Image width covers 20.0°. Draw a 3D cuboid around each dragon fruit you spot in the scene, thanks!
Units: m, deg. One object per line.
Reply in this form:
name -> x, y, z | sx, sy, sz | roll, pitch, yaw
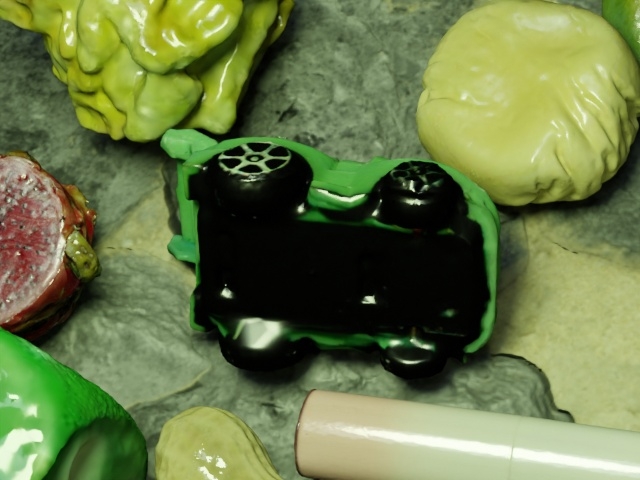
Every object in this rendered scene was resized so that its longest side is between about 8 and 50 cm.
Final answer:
dragon fruit -> -0.343, 0.010, 1.886 | 0.282, 0.147, 0.211 | 8, 74, 17

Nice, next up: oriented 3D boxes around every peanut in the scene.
peanut -> -0.064, 0.264, 1.687 | 0.123, 0.123, 0.256 | -39, 65, -9

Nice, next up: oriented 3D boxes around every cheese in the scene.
cheese -> 0.208, -0.135, 1.835 | 0.226, 0.117, 0.214 | 18, 65, 25

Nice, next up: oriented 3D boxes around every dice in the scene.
dice -> -0.346, 0.237, 1.663 | 0.287, 0.297, 0.300 | 18, 67, 20

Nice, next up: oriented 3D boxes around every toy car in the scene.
toy car -> 0.000, 0.000, 1.770 | 0.359, 0.213, 0.176 | 4, 28, 12

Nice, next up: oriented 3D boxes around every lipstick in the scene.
lipstick -> 0.143, 0.200, 1.683 | 0.327, 0.087, 0.087 | 7, 64, 17

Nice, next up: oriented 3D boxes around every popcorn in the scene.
popcorn -> -0.174, -0.257, 1.905 | 0.312, 0.312, 0.312 | -6, 61, 11

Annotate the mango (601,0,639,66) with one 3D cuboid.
mango -> 0.358, -0.255, 1.884 | 0.130, 0.092, 0.194 | 4, 72, 13
